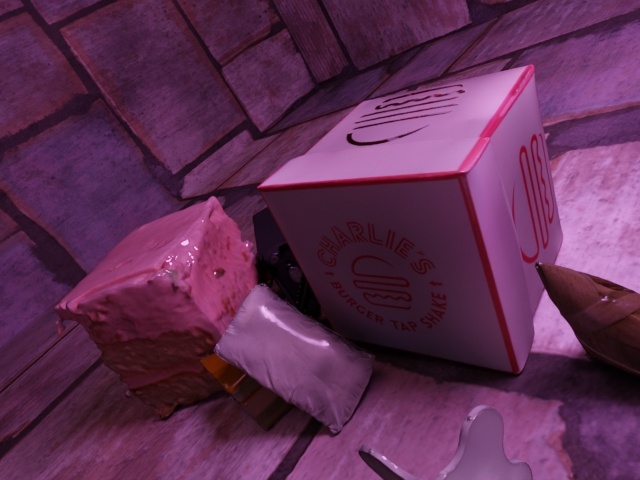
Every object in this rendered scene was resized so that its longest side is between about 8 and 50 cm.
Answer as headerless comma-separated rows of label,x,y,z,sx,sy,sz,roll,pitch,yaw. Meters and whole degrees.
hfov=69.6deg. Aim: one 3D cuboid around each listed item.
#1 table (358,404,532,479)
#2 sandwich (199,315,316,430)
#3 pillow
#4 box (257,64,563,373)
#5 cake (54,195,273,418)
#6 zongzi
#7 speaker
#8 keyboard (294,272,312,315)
table,0.124,0.244,0.362,0.167,0.198,0.166,-27,24,13
sandwich,-0.087,0.203,0.790,0.187,0.117,0.144,-41,29,-16
pillow,-0.036,0.171,0.688,0.128,0.229,0.051,-56,-6,-19
box,0.158,-0.038,0.696,0.314,0.312,0.300,2,38,41
cake,-0.268,0.121,0.932,0.293,0.306,0.314,-22,27,18
zongzi,0.326,0.084,0.451,0.081,0.178,0.189,-57,30,-9
speaker,0.000,0.000,0.993,0.232,0.184,0.254,-31,27,3
keyboard,-0.030,0.099,0.835,0.025,0.230,0.093,12,27,-2
